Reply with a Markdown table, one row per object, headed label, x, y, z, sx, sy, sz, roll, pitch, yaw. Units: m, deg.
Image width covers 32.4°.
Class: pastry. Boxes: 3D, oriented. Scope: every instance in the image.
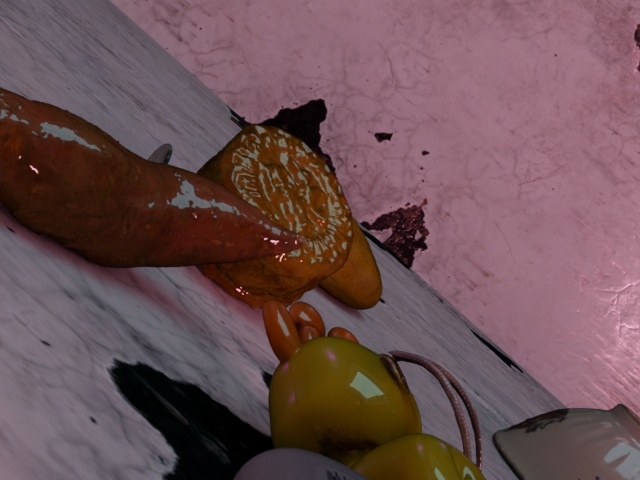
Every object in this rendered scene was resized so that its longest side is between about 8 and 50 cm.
| label | x | y | z | sx | sy | sz | roll | pitch | yaw |
| --- | --- | --- | --- | --- | --- | --- | --- | --- | --- |
| pastry | -0.053 | -0.025 | 1.135 | 0.189 | 0.103 | 0.188 | 29 | 43 | -31 |

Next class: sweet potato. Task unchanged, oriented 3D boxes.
| label | x | y | z | sx | sy | sz | roll | pitch | yaw |
| --- | --- | --- | --- | --- | --- | --- | --- | --- | --- |
| sweet potato | -0.175 | -0.036 | 0.838 | 0.354 | 0.095 | 0.106 | 22 | -27 | -40 |

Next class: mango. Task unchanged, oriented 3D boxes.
| label | x | y | z | sx | sy | sz | roll | pitch | yaw |
| --- | --- | --- | --- | --- | --- | --- | --- | --- | --- |
| mango | 0.003 | -0.005 | 1.553 | 0.262 | 0.109 | 0.157 | 41 | 2 | -18 |

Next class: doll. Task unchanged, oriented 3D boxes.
| label | x | y | z | sx | sy | sz | roll | pitch | yaw |
| --- | --- | --- | --- | --- | --- | --- | --- | --- | --- |
| doll | 0.026 | 0.123 | 0.736 | 0.143 | 0.135 | 0.221 | 34 | 21 | -33 |

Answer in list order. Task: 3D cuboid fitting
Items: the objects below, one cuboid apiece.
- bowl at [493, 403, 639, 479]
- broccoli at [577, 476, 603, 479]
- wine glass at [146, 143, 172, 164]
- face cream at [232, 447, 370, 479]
| label | x | y | z | sx | sy | sz | roll | pitch | yaw |
| --- | --- | --- | --- | --- | --- | --- | --- | --- | --- |
| bowl | 0.415 | 0.330 | 1.509 | 0.337 | 0.157 | 0.337 | 41 | 7 | -6 |
| broccoli | 0.323 | 0.226 | 0.904 | 0.221 | 0.361 | 0.252 | 38 | -35 | 48 |
| wine glass | -0.124 | -0.039 | 1.211 | 0.155 | 0.073 | 0.073 | 39 | 7 | -25 |
| face cream | 0.024 | 0.200 | 0.455 | 0.163 | 0.080 | 0.336 | 41 | 7 | -10 |
